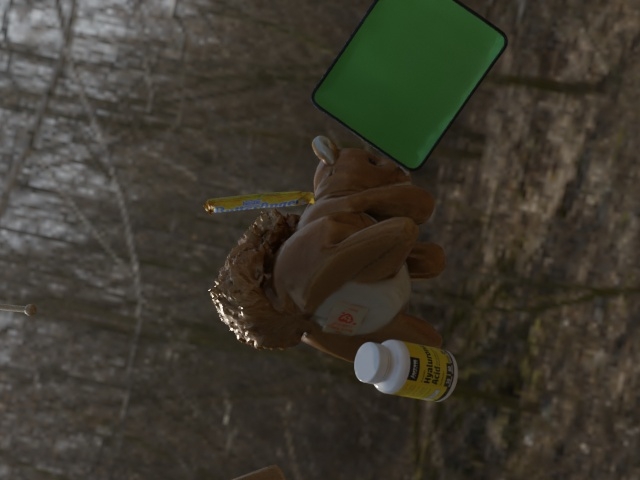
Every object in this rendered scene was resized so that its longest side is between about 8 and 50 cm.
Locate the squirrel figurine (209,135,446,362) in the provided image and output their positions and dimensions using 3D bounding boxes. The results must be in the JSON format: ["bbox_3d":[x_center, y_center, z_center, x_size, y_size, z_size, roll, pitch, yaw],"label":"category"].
[{"bbox_3d":[0.000,0.000,2.037,0.370,0.397,0.281,-93,-17,-47],"label":"squirrel figurine"}]

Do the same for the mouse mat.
[{"bbox_3d":[0.099,-0.192,1.412,0.189,0.153,0.007,-55,-2,7],"label":"mouse mat"}]

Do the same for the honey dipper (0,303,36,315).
[{"bbox_3d":[-0.505,0.101,1.952,0.030,0.161,0.030,-6,-83,-59],"label":"honey dipper"}]

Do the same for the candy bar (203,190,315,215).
[{"bbox_3d":[-0.087,-0.055,1.810,0.040,0.162,0.018,77,-173,-71],"label":"candy bar"}]

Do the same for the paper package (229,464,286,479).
[{"bbox_3d":[-0.164,0.581,2.146,0.309,0.325,0.168,61,153,23],"label":"paper package"}]

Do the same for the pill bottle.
[{"bbox_3d":[0.099,0.152,1.478,0.065,0.116,0.065,-24,60,50],"label":"pill bottle"}]
